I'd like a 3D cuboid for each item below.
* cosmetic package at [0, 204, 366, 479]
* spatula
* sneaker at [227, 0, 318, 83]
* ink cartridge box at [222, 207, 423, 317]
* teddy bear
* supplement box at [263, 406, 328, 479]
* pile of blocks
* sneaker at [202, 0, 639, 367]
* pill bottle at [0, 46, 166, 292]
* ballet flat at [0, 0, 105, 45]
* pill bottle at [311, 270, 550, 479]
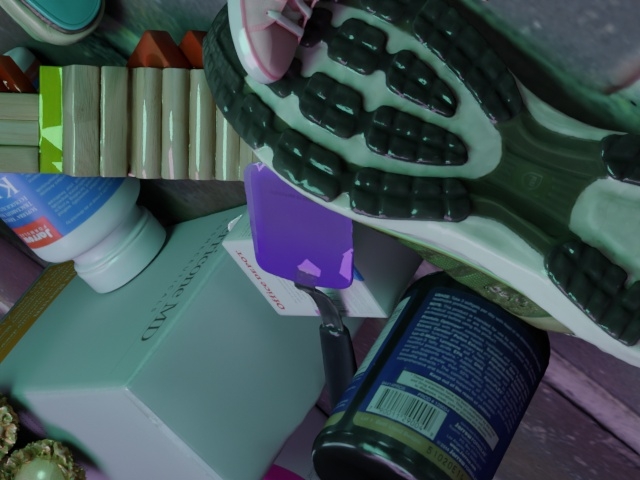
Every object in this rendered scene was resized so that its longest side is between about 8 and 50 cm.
[{"bbox_3d":[-0.192,0.122,1.081,0.453,0.230,0.161,-12,125,50],"label":"cosmetic package"},{"bbox_3d":[0.004,0.060,0.822,0.084,0.030,0.296,12,142,24],"label":"spatula"},{"bbox_3d":[-0.012,-0.162,0.631,0.070,0.134,0.051,-3,166,31],"label":"sneaker"},{"bbox_3d":[0.000,0.000,0.864,0.143,0.090,0.092,-2,133,45],"label":"ink cartridge box"},{"bbox_3d":[-0.343,0.239,1.086,0.245,0.113,0.338,27,140,2],"label":"teddy bear"},{"bbox_3d":[-0.074,0.223,1.220,0.220,0.111,0.114,47,148,-17],"label":"supplement box"},{"bbox_3d":[-0.142,-0.107,0.836,0.362,0.149,0.113,3,97,9],"label":"pile of blocks"},{"bbox_3d":[0.096,-0.028,0.706,0.410,0.158,0.182,34,167,11],"label":"sneaker"},{"bbox_3d":[-0.247,-0.058,0.988,0.124,0.124,0.221,-9,128,49],"label":"pill bottle"},{"bbox_3d":[-0.268,-0.246,0.803,0.086,0.086,0.248,-9,129,49],"label":"ballet flat"},{"bbox_3d":[0.095,0.101,0.786,0.122,0.219,0.123,25,148,17],"label":"pill bottle"}]
